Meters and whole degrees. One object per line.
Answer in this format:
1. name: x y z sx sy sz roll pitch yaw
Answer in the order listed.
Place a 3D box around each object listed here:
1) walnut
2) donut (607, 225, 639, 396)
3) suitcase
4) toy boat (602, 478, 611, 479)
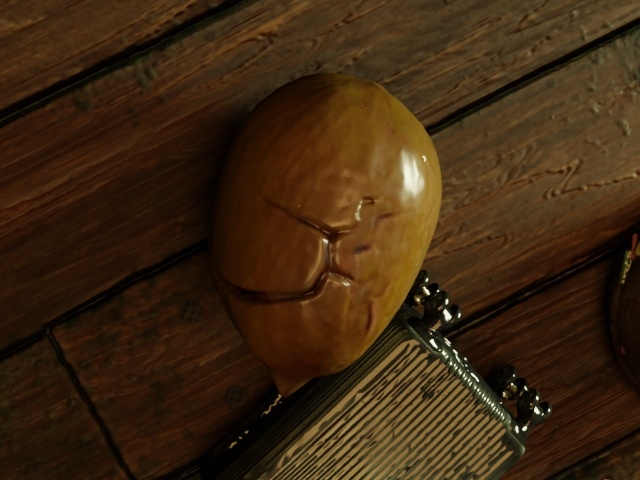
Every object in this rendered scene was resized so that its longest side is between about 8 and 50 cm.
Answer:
1. walnut: 0.000 0.000 1.396 0.203 0.203 0.297 9 96 -16
2. donut: 0.417 0.068 1.569 0.270 0.103 0.269 -3 107 -11
3. suitcase: 0.048 0.199 1.502 0.312 0.128 0.202 -42 111 2
4. toy boat: 0.303 0.333 1.664 0.105 0.034 0.149 27 86 -17
